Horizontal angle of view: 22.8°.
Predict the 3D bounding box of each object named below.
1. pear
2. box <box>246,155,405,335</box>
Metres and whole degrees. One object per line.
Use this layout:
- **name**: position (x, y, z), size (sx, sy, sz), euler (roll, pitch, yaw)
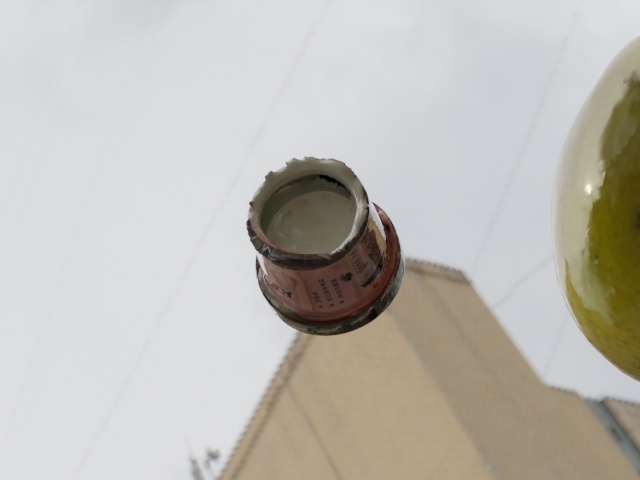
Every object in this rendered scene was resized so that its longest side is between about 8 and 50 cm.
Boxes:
- **pear**: position (0.414, -0.029, 1.686), size (0.362, 0.362, 0.418), euler (-14, -58, -14)
- **box**: position (0.000, 0.000, 1.560), size (0.151, 0.151, 0.135), euler (-28, -29, -3)
